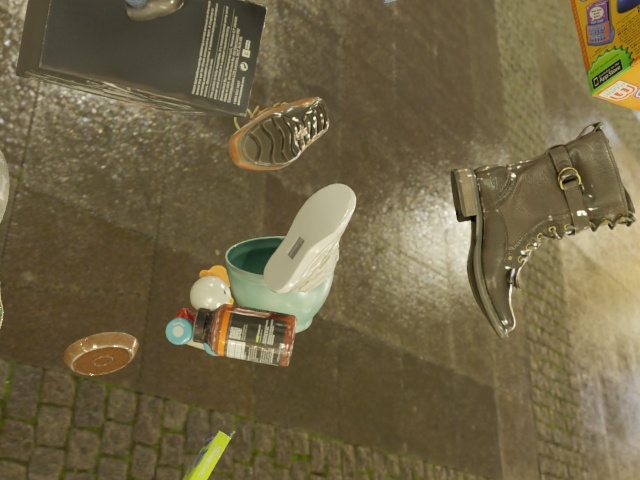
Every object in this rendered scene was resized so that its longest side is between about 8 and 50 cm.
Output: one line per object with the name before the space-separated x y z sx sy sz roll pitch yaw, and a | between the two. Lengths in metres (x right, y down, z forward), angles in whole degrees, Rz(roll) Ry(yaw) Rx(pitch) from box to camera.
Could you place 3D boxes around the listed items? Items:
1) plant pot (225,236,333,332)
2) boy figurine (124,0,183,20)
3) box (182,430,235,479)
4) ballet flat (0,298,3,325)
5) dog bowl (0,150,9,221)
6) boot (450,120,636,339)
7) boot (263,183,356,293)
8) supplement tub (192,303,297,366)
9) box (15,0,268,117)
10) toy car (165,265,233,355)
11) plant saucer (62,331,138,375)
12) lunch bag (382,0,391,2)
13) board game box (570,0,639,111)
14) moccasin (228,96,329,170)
plant pot | -0.106 0.129 1.994 0.293 0.293 0.196 -28 125 -54
boy figurine | -0.250 -0.378 0.819 0.285 0.092 0.177 53 38 -59
box | -0.296 0.571 1.938 0.042 0.109 0.178 36 57 -7
ballet flat | -0.680 0.126 1.543 0.052 0.057 0.168 112 -25 -79
dog bowl | -0.684 -0.075 1.250 0.102 0.348 0.349 56 32 -64
boot | 0.306 -0.012 0.995 0.091 0.229 0.263 -52 131 -85
boot | 0.000 0.000 1.465 0.095 0.258 0.123 50 21 26
supplement tub | -0.149 0.183 1.475 0.106 0.198 0.106 -169 -90 -90
box | -0.305 -0.320 1.212 0.312 0.343 0.179 10 94 -28
toy car | -0.295 0.190 2.085 0.219 0.210 0.238 53 53 -80
plant saucer | -0.494 0.263 1.690 0.168 0.168 0.029 21 39 -49
lunch bag | 0.254 -0.540 1.396 0.221 0.293 0.138 -59 145 -80
board game box | 0.750 -0.480 1.448 0.356 0.356 0.356 9 65 -26
moccasin | -0.114 -0.257 1.751 0.380 0.147 0.139 -52 133 -53
